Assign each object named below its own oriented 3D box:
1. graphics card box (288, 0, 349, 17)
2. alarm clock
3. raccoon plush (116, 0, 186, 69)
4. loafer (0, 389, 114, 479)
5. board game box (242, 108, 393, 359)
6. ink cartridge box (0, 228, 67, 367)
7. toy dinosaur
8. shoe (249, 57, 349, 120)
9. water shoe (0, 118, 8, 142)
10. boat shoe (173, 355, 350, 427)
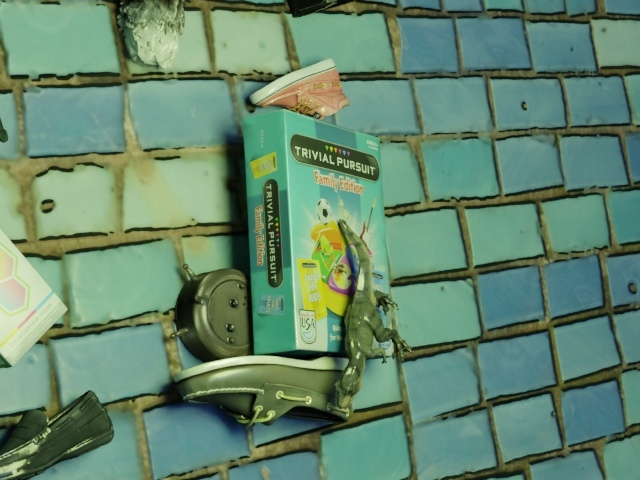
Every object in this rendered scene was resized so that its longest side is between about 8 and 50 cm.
[{"bbox_3d":[0.073,-0.506,2.321,0.371,0.094,0.233,-25,98,-42],"label":"graphics card box"},{"bbox_3d":[-0.118,0.110,2.048,0.192,0.064,0.129,23,66,-38],"label":"alarm clock"},{"bbox_3d":[-0.126,-0.475,2.006,0.216,0.299,0.446,-1,82,-41],"label":"raccoon plush"},{"bbox_3d":[-0.354,0.248,1.809,0.223,0.076,0.078,-21,89,-46],"label":"loafer"},{"bbox_3d":[0.000,0.000,2.116,0.253,0.079,0.336,10,74,-56],"label":"board game box"},{"bbox_3d":[-0.421,0.046,1.798,0.209,0.062,0.109,54,53,-18],"label":"ink cartridge box"},{"bbox_3d":[0.070,0.109,2.071,0.118,0.064,0.268,23,61,-45],"label":"toy dinosaur"},{"bbox_3d":[-0.026,-0.211,2.190,0.178,0.063,0.081,-28,94,-45],"label":"shoe"},{"bbox_3d":[-0.460,-0.103,1.791,0.203,0.073,0.080,-46,113,-36],"label":"water shoe"},{"bbox_3d":[-0.070,0.211,2.033,0.305,0.109,0.091,5,73,-44],"label":"boat shoe"}]
